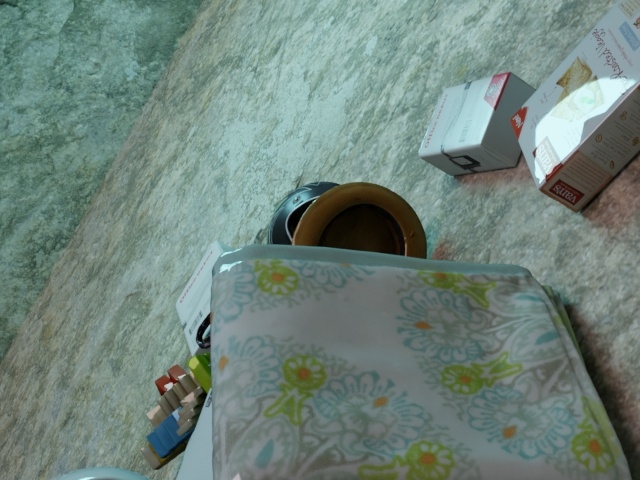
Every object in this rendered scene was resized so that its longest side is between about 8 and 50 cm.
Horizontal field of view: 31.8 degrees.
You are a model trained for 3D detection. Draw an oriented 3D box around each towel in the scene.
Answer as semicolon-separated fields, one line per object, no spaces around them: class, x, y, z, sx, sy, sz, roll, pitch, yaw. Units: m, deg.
towel;0.082;0.133;1.084;0.320;0.375;0.090;-99;15;-54

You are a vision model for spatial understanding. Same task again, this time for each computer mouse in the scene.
computer mouse;-0.097;0.111;1.774;0.242;0.041;0.071;-26;68;24

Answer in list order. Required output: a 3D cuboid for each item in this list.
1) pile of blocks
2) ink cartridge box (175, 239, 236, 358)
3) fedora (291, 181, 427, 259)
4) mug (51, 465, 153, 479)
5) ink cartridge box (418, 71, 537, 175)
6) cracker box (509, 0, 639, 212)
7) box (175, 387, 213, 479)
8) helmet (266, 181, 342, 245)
pile of blocks;-0.208;0.240;1.753;0.362;0.112;0.149;-45;-14;35
ink cartridge box;-0.165;0.111;1.920;0.148;0.086;0.203;-57;24;12
fedora;0.046;0.019;1.506;0.079;0.194;0.194;144;149;-74
mug;-0.339;0.428;1.461;0.328;0.374;0.276;114;166;-57
ink cartridge box;0.208;-0.151;1.482;0.150;0.063;0.109;-4;61;63
cracker box;0.324;-0.165;1.260;0.232;0.067;0.155;-50;26;26
box;-0.100;0.306;1.542;0.182;0.119;0.181;-12;54;60
helmet;0.000;0.000;1.616;0.169;0.169;0.161;-30;57;50
